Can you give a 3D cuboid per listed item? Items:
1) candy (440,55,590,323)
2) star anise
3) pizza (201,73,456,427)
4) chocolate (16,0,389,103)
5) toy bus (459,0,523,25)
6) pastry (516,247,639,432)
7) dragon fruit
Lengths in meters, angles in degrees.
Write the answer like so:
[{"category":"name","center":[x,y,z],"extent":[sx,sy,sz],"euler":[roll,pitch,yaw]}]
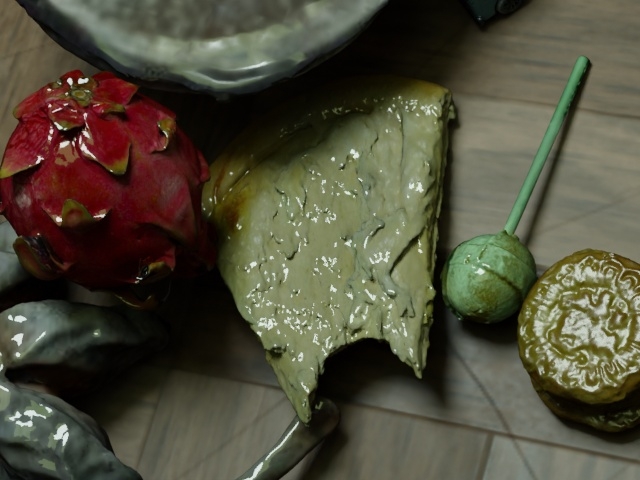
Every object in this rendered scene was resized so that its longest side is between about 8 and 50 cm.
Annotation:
[{"category":"candy","center":[0.132,-0.036,1.244],"extent":[0.061,0.061,0.202],"euler":[15,64,22]},{"category":"star anise","center":[-0.210,0.084,1.245],"extent":[0.359,0.139,0.316],"euler":[-29,67,-6]},{"category":"pizza","center":[0.000,0.000,1.245],"extent":[0.181,0.034,0.262],"euler":[-10,53,13]},{"category":"chocolate","center":[-0.077,-0.246,1.289],"extent":[0.303,0.213,0.303],"euler":[0,95,-3]},{"category":"toy bus","center":[0.135,-0.208,1.294],"extent":[0.123,0.075,0.060],"euler":[-34,62,1]},{"category":"pastry","center":[0.168,0.059,1.181],"extent":[0.097,0.057,0.109],"euler":[-12,64,14]},{"category":"dragon fruit","center":[-0.133,-0.028,1.204],"extent":[0.133,0.166,0.136],"euler":[-5,58,38]}]
